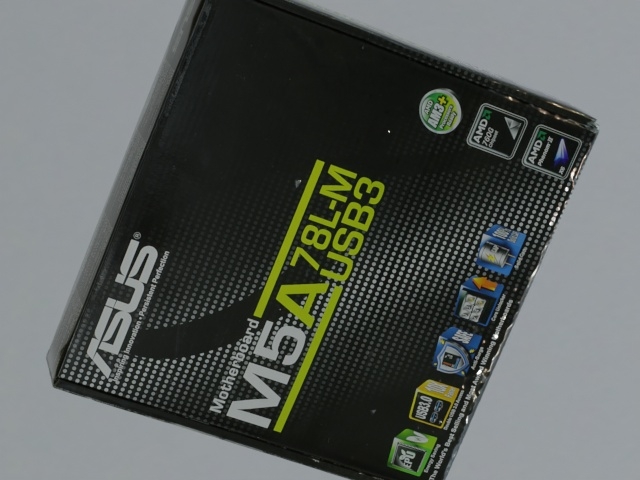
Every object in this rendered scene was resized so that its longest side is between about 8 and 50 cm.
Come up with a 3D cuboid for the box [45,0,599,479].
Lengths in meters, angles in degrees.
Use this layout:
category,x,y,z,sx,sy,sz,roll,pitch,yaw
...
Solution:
category,x,y,z,sx,sy,sz,roll,pitch,yaw
box,0.000,0.000,0.859,0.191,0.184,0.045,-67,-160,11
